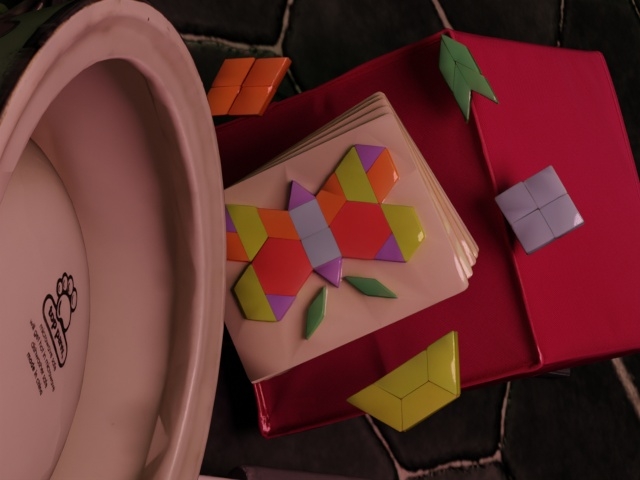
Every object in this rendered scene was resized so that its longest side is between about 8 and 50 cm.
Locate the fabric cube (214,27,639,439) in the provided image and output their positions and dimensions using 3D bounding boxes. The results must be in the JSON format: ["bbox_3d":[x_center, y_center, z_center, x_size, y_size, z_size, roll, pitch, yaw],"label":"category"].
[{"bbox_3d":[0.092,-0.002,1.261,0.258,0.259,0.254,-5,80,-56],"label":"fabric cube"}]

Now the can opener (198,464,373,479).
[{"bbox_3d":[-0.060,0.178,1.186,0.280,0.074,0.093,20,62,-44],"label":"can opener"}]

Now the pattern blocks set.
[{"bbox_3d":[0.000,0.000,1.099,0.285,0.325,0.026,51,8,11],"label":"pattern blocks set"}]

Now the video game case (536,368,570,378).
[{"bbox_3d":[0.167,-0.008,1.553,0.196,0.026,0.274,12,67,-46],"label":"video game case"}]

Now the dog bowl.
[{"bbox_3d":[-0.187,0.060,0.906,0.408,0.150,0.407,5,90,-75],"label":"dog bowl"}]

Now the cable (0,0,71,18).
[{"bbox_3d":[-0.201,-0.149,1.145,0.139,0.072,0.287,20,41,-31],"label":"cable"}]

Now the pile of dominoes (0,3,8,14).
[{"bbox_3d":[-0.264,-0.117,1.083,0.196,0.040,0.251,-28,99,-50],"label":"pile of dominoes"}]
